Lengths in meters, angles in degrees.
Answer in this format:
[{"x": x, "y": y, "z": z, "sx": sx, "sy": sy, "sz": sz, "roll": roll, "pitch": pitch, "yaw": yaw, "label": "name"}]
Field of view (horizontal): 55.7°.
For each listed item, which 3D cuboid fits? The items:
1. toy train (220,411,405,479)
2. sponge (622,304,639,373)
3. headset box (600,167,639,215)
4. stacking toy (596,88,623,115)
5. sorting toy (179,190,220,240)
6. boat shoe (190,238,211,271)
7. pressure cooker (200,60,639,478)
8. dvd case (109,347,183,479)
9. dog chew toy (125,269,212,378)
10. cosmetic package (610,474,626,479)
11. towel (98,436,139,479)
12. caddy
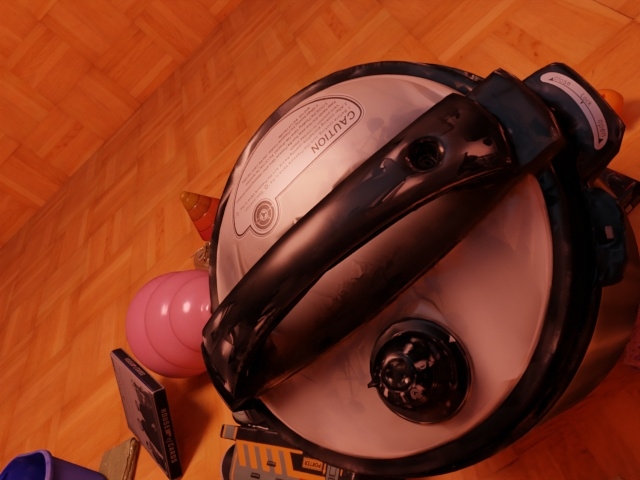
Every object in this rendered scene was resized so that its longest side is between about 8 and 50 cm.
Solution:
[{"x": -0.022, "y": 0.287, "z": 0.841, "sx": 0.333, "sy": 0.142, "sz": 0.190, "roll": -10, "pitch": 60, "yaw": 44, "label": "toy train"}, {"x": 0.423, "y": 0.089, "z": 0.601, "sx": 0.210, "sy": 0.031, "sz": 0.117, "roll": -1, "pitch": 58, "yaw": 49, "label": "sponge"}, {"x": 0.372, "y": -0.062, "z": 0.801, "sx": 0.062, "sy": 0.032, "sz": 0.083, "roll": -47, "pitch": 36, "yaw": 5, "label": "headset box"}, {"x": 0.288, "y": -0.141, "z": 0.889, "sx": 0.301, "sy": 0.166, "sz": 0.175, "roll": -24, "pitch": 51, "yaw": 17, "label": "stacking toy"}, {"x": -0.218, "y": -0.086, "z": 1.418, "sx": 0.365, "sy": 0.126, "sz": 0.127, "roll": -3, "pitch": 55, "yaw": 48, "label": "sorting toy"}, {"x": -0.197, "y": 0.014, "z": 1.329, "sx": 0.285, "sy": 0.089, "sz": 0.105, "roll": -16, "pitch": 48, "yaw": 41, "label": "boat shoe"}, {"x": 0.103, "y": 0.026, "z": 0.597, "sx": 0.375, "sy": 0.420, "sz": 0.370, "roll": 10, "pitch": 92, "yaw": 34, "label": "pressure cooker"}, {"x": -0.333, "y": 0.321, "z": 1.148, "sx": 0.029, "sy": 0.179, "sz": 0.238, "roll": -17, "pitch": 19, "yaw": -32, "label": "dvd case"}, {"x": -0.233, "y": 0.144, "z": 1.101, "sx": 0.332, "sy": 0.206, "sz": 0.207, "roll": -26, "pitch": 37, "yaw": 60, "label": "dog chew toy"}, {"x": 0.297, "y": 0.282, "z": 0.554, "sx": 0.060, "sy": 0.041, "sz": 0.115, "roll": -45, "pitch": 34, "yaw": 8, "label": "cosmetic package"}, {"x": -0.407, "y": 0.472, "z": 1.196, "sx": 0.110, "sy": 0.027, "sz": 0.148, "roll": -32, "pitch": 39, "yaw": 26, "label": "towel"}, {"x": -0.563, "y": 0.535, "z": 1.154, "sx": 0.341, "sy": 0.179, "sz": 0.241, "roll": -25, "pitch": 45, "yaw": 41, "label": "caddy"}]
